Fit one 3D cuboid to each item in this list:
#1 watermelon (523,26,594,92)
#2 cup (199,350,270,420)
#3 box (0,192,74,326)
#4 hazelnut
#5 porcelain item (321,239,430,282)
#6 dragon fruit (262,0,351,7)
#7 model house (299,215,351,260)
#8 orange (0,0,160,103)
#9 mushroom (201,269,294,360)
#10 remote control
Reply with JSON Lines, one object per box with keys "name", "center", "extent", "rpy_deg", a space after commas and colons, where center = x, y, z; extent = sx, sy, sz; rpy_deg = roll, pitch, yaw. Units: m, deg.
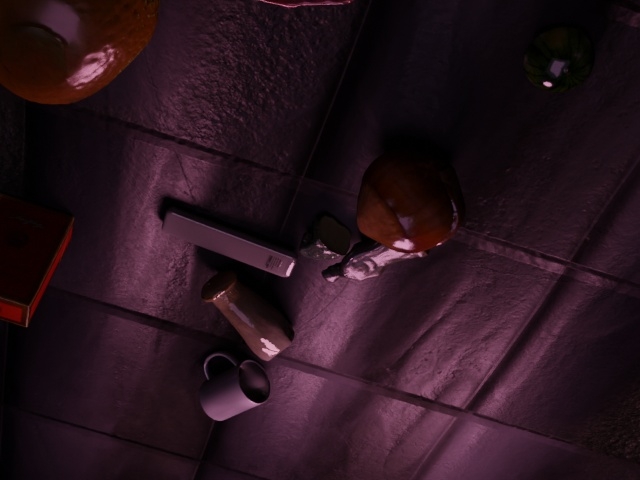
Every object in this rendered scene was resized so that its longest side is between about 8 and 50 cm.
{"name": "watermelon", "center": [0.352, -0.257, 1.364], "extent": [0.106, 0.062, 0.105], "rpy_deg": [0, 133, 0]}
{"name": "cup", "center": [-0.190, 0.308, 2.024], "extent": [0.133, 0.136, 0.099], "rpy_deg": [-30, 156, 35]}
{"name": "box", "center": [-0.566, 0.032, 1.712], "extent": [0.153, 0.239, 0.074], "rpy_deg": [15, 135, -3]}
{"name": "hazelnut", "center": [0.144, -0.064, 1.536], "extent": [0.182, 0.182, 0.182], "rpy_deg": [6, 135, 6]}
{"name": "porcelain item", "center": [0.094, 0.030, 1.694], "extent": [0.216, 0.069, 0.081], "rpy_deg": [-29, 135, 32]}
{"name": "dragon fruit", "center": [-0.064, -0.407, 1.243], "extent": [0.161, 0.126, 0.274], "rpy_deg": [-18, 158, 35]}
{"name": "model house", "center": [0.000, 0.000, 1.701], "extent": [0.079, 0.066, 0.083], "rpy_deg": [30, 151, -31]}
{"name": "orange", "center": [-0.404, -0.335, 1.385], "extent": [0.335, 0.196, 0.262], "rpy_deg": [-22, 113, 38]}
{"name": "mushroom", "center": [-0.132, 0.155, 1.848], "extent": [0.096, 0.108, 0.247], "rpy_deg": [-44, 124, -6]}
{"name": "remote control", "center": [-0.170, 0.001, 1.753], "extent": [0.261, 0.029, 0.067], "rpy_deg": [21, 135, -6]}
